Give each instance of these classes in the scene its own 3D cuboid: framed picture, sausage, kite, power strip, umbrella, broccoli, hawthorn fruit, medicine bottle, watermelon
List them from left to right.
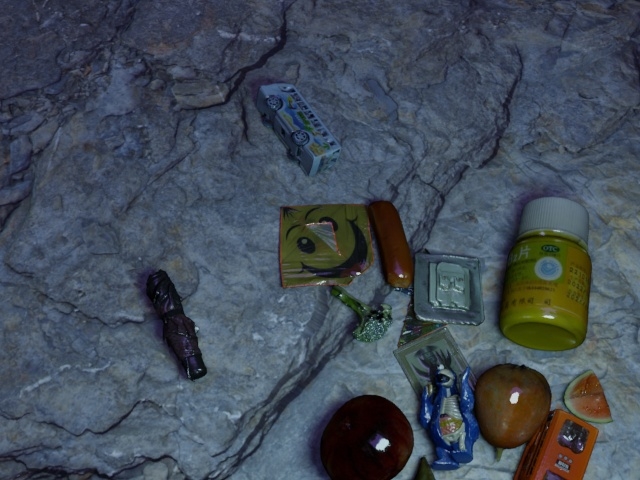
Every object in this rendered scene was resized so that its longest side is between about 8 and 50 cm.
[{"bbox_3d":[-0.386,0.225,1.800,0.090,0.094,0.326,-29,66,-1],"label":"umbrella"},{"bbox_3d":[0.000,-0.001,1.974,0.327,0.013,0.377,41,67,17],"label":"kite"},{"bbox_3d":[0.106,0.191,1.842,0.122,0.118,0.204,-52,55,7],"label":"broccoli"},{"bbox_3d":[0.204,0.001,1.938,0.089,0.083,0.300,-10,60,-3],"label":"sausage"},{"bbox_3d":[0.319,0.175,1.898,0.234,0.016,0.321,17,64,5],"label":"kite"},{"bbox_3d":[0.323,0.363,1.800,0.173,0.010,0.231,-23,66,-14],"label":"framed picture"},{"bbox_3d":[0.360,0.126,1.879,0.198,0.064,0.213,4,62,-4],"label":"power strip"},{"bbox_3d":[0.470,0.430,1.686,0.199,0.199,0.251,14,92,5],"label":"hawthorn fruit"},{"bbox_3d":[0.621,0.087,1.835,0.224,0.224,0.384,15,63,5],"label":"medicine bottle"},{"bbox_3d":[0.715,0.412,1.746,0.125,0.094,0.135,-36,74,-27],"label":"watermelon"}]

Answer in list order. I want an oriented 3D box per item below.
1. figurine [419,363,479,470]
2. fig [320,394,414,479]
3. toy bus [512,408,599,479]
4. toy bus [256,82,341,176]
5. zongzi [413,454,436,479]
[{"bbox_3d":[0.330,0.440,1.687,0.121,0.164,0.262,26,60,-34],"label":"figurine"},{"bbox_3d":[0.117,0.492,1.616,0.235,0.235,0.214,-23,103,-13],"label":"fig"},{"bbox_3d":[0.548,0.581,1.618,0.143,0.153,0.329,28,65,10],"label":"toy bus"},{"bbox_3d":[-0.073,-0.358,2.109,0.136,0.109,0.329,-25,66,-24],"label":"toy bus"},{"bbox_3d":[0.196,0.652,1.598,0.221,0.112,0.242,-16,54,-8],"label":"zongzi"}]
